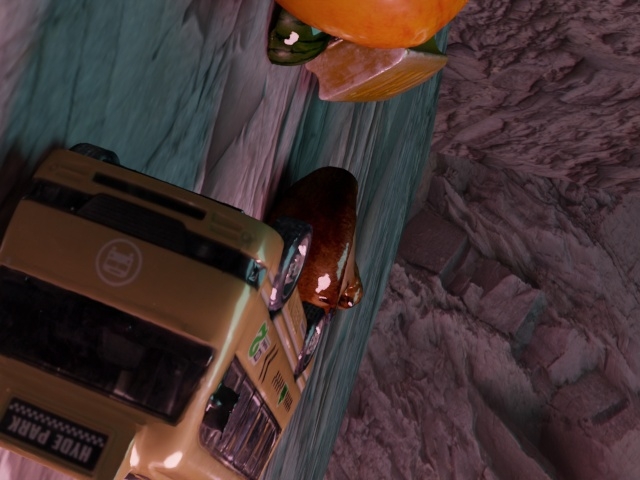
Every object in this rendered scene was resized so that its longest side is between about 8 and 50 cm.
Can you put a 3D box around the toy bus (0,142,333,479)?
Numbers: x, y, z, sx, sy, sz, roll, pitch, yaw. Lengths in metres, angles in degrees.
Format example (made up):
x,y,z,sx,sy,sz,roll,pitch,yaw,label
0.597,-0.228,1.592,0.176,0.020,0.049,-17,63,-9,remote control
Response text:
x,y,z,sx,sy,sz,roll,pitch,yaw,label
-0.108,0.085,0.689,0.365,0.177,0.202,80,32,-70,toy bus

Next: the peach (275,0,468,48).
x,y,z,sx,sy,sz,roll,pitch,yaw,label
0.045,-0.293,0.841,0.281,0.238,0.281,162,-90,-87,peach

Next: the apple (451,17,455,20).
x,y,z,sx,sy,sz,roll,pitch,yaw,label
0.126,-0.379,1.327,0.346,0.179,0.254,111,-7,-82,apple

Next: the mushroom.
x,y,z,sx,sy,sz,roll,pitch,yaw,label
-0.015,0.000,1.271,0.231,0.138,0.194,-82,168,-70,mushroom

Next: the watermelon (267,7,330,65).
x,y,z,sx,sy,sz,roll,pitch,yaw,label
-0.017,-0.244,1.072,0.105,0.062,0.105,19,90,-82,watermelon

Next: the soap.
x,y,z,sx,sy,sz,roll,pitch,yaw,label
0.089,-0.251,1.320,0.232,0.140,0.073,-18,86,-65,soap
